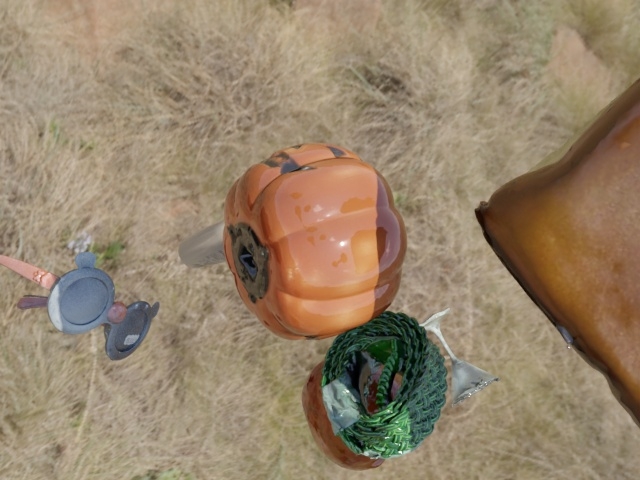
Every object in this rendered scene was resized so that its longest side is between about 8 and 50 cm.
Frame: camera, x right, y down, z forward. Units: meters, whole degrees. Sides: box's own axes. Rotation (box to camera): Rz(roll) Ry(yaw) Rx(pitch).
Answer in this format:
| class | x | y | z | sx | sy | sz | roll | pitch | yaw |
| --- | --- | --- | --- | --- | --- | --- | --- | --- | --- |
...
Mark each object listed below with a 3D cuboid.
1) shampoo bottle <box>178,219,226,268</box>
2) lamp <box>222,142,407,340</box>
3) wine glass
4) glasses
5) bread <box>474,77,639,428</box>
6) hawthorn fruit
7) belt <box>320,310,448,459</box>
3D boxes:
| class | x | y | z | sx | sy | sz | roll | pitch | yaw |
| --- | --- | --- | --- | --- | --- | --- | --- | --- | --- |
| shampoo bottle | -0.182 | -0.004 | 1.650 | 0.127 | 0.256 | 0.078 | 17 | 65 | -46 |
| lamp | 0.000 | 0.000 | 0.772 | 0.163 | 0.187 | 0.188 | -15 | 76 | -31 |
| wine glass | 0.277 | 0.242 | 1.684 | 0.122 | 0.122 | 0.183 | -16 | 68 | -35 |
| glasses | -0.400 | 0.069 | 1.220 | 0.268 | 0.234 | 0.118 | 22 | 75 | 27 |
| bread | 0.326 | 0.002 | 0.555 | 0.324 | 0.333 | 0.143 | 50 | 30 | 9 |
| hawthorn fruit | 0.040 | 0.190 | 0.936 | 0.138 | 0.133 | 0.132 | 41 | 50 | 22 |
| belt | 0.067 | 0.151 | 0.820 | 0.079 | 0.121 | 0.151 | 54 | 35 | -40 |
